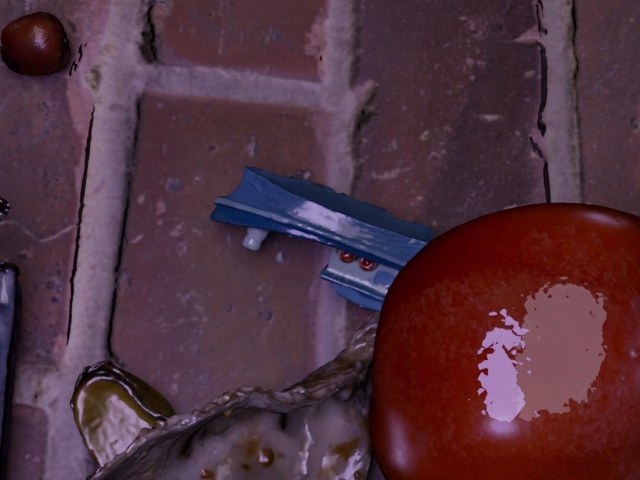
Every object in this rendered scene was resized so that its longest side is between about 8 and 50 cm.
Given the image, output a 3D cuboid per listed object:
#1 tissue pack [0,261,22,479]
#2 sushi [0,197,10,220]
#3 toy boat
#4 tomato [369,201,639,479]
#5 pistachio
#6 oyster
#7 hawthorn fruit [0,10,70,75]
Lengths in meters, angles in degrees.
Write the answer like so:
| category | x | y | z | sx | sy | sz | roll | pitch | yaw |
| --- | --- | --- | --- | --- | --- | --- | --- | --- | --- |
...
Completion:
| category | x | y | z | sx | sy | sz | roll | pitch | yaw |
| --- | --- | --- | --- | --- | --- | --- | --- | --- | --- |
| tissue pack | -0.418 | 0.199 | 1.048 | 0.259 | 0.122 | 0.362 | 3 | 68 | -7 |
| sushi | -0.388 | 0.086 | 0.958 | 0.179 | 0.167 | 0.296 | 29 | 55 | 15 |
| toy boat | 0.000 | 0.000 | 1.175 | 0.237 | 0.109 | 0.098 | 21 | 104 | 3 |
| tomato | 0.193 | 0.120 | 1.027 | 0.289 | 0.325 | 0.293 | 3 | 81 | 9 |
| pistachio | -0.179 | 0.196 | 1.107 | 0.089 | 0.049 | 0.173 | -27 | 84 | -8 |
| oyster | -0.067 | 0.228 | 1.072 | 0.396 | 0.111 | 0.204 | -23 | 105 | -26 |
| hawthorn fruit | -0.311 | -0.213 | 1.234 | 0.077 | 0.077 | 0.077 | 2 | 70 | -4 |
